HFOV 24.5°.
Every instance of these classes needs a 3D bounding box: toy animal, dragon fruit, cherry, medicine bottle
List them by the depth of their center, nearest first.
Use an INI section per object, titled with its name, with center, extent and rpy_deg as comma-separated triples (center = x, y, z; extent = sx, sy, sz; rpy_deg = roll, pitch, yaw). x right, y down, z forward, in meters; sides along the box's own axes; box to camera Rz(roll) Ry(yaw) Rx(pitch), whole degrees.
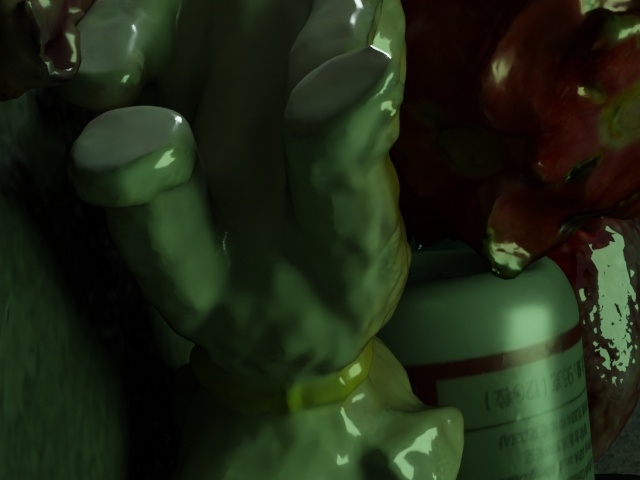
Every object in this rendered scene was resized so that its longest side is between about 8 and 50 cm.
[toy animal]
center = -0.009, -0.002, 0.464
extent = 0.184, 0.104, 0.185
rpy_deg = -91, 166, -55
[dragon fruit]
center = 0.051, -0.106, 0.573
extent = 0.268, 0.205, 0.210
rpy_deg = 27, -32, 61
[medicine bottle]
center = 0.052, 0.133, 0.614
extent = 0.131, 0.131, 0.250
rpy_deg = -35, 119, -77
[cherry]
center = 0.150, 0.041, 1.014
extent = 0.192, 0.175, 0.250
rpy_deg = 46, 30, -62

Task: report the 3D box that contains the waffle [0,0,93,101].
[waffle]
center = -0.072, -0.161, 0.315
extent = 0.234, 0.055, 0.221
rpy_deg = -86, 168, -47

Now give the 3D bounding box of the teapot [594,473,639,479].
[teapot]
center = 0.206, 0.301, 1.034
extent = 0.344, 0.253, 0.300
rpy_deg = 78, 31, -63

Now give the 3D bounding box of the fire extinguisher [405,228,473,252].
[fire extinguisher]
center = 0.057, 0.049, 0.782
extent = 0.118, 0.093, 0.294
rpy_deg = -55, 160, -8
